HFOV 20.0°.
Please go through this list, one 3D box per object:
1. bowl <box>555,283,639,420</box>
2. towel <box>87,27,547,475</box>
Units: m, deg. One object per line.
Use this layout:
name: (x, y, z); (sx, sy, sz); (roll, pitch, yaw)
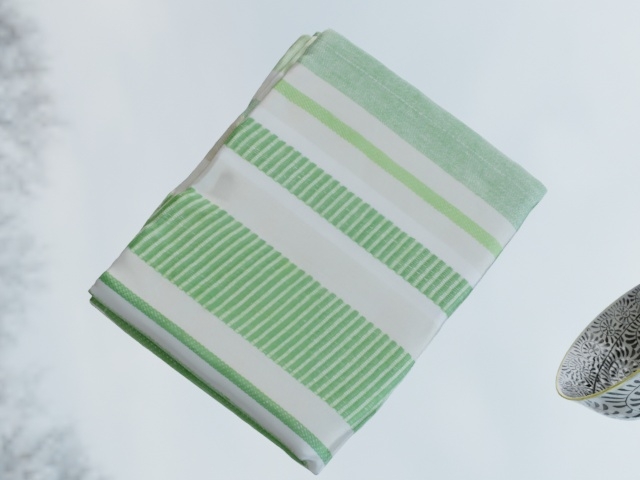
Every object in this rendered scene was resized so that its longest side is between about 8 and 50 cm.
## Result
bowl: (0.303, 0.109, 1.640); (0.080, 0.170, 0.170); (47, -15, -14)
towel: (0.000, 0.000, 1.475); (0.248, 0.325, 0.038); (37, -25, 4)
